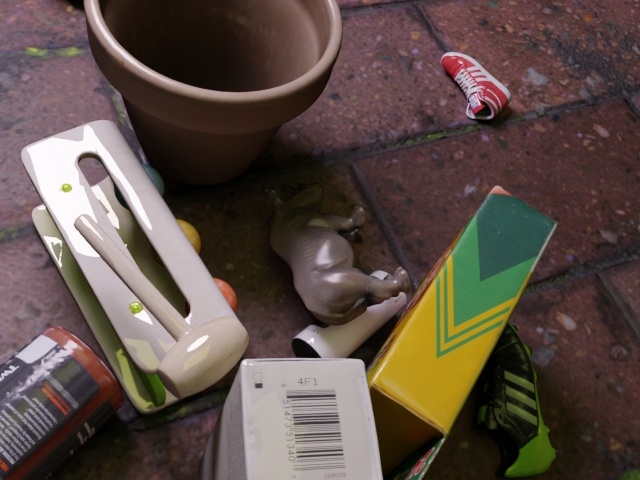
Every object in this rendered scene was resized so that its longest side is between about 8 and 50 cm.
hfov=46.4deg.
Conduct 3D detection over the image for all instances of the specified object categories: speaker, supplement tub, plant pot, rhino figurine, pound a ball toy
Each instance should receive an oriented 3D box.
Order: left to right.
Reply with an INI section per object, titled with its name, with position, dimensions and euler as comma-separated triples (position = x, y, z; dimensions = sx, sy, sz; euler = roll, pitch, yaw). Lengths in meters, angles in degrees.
[supplement tub]
position = -0.278, 0.174, 0.657
dimensions = 0.106, 0.106, 0.198
euler = 39, 57, 9
[pound a ball toy]
position = -0.163, 0.018, 0.723
dimensions = 0.136, 0.208, 0.319
euler = -26, 69, -27
[plant pot]
position = -0.130, -0.184, 0.841
dimensions = 0.263, 0.229, 0.263
euler = 7, 58, -12
[rhino figurine]
position = 0.000, 0.000, 0.834
dimensions = 0.106, 0.073, 0.243
euler = -19, 45, -13
[speaker]
position = 0.032, 0.092, 0.826
dimensions = 0.136, 0.055, 0.055
euler = -37, 75, -30

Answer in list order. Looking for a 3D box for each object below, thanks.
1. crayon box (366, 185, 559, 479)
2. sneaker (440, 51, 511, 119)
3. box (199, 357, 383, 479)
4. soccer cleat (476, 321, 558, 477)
[crayon box]
position = 0.105, 0.115, 0.744
dimensions = 0.081, 0.202, 0.318
euler = 34, 56, 6
[sneaker]
position = 0.214, -0.220, 1.072
dimensions = 0.118, 0.042, 0.067
euler = 37, 54, 5
[box]
position = -0.038, 0.196, 0.610
dimensions = 0.094, 0.275, 0.113
euler = 2, 60, -15
[soccer cleat]
position = 0.201, 0.168, 0.814
dimensions = 0.072, 0.060, 0.178
euler = -10, 76, -15
